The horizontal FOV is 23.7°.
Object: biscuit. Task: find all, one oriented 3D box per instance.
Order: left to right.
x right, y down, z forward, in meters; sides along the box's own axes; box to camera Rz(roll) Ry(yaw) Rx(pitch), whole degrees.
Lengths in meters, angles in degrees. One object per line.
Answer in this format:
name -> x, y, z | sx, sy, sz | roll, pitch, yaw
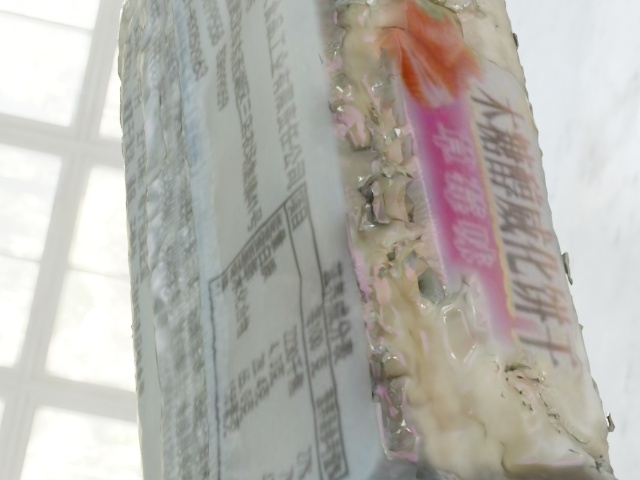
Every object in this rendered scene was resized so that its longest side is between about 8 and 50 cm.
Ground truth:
biscuit -> -0.002, 0.003, 0.416 | 0.186, 0.079, 0.309 | -50, 42, 47
